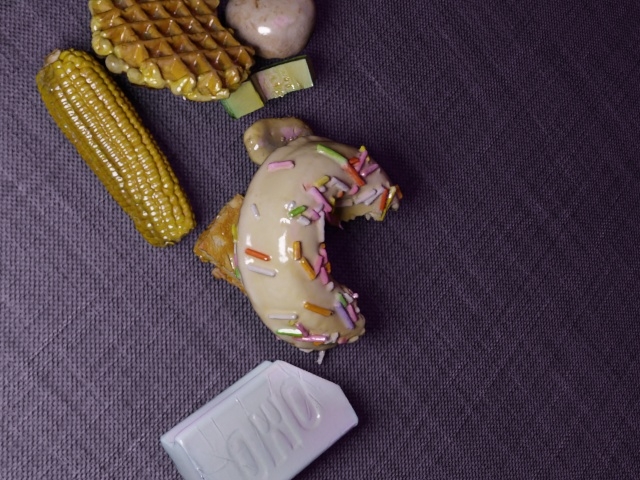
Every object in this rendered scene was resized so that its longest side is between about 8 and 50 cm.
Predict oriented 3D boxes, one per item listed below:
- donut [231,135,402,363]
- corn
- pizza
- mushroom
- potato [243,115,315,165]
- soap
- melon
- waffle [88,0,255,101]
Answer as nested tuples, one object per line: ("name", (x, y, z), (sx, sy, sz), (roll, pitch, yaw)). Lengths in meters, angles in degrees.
("donut", (-0.002, -0.010, 1.779), (0.307, 0.150, 0.371), (37, 62, -40))
("corn", (-0.323, -0.148, 1.687), (0.120, 0.120, 0.363), (-40, 102, -31))
("pizza", (-0.154, 0.005, 1.783), (0.134, 0.046, 0.175), (6, 75, -31))
("mushroom", (-0.090, -0.394, 1.879), (0.166, 0.127, 0.166), (7, 57, -11))
("potato", (-0.075, -0.173, 1.860), (0.138, 0.070, 0.091), (-8, 88, -29))
("soap", (-0.094, 0.310, 1.713), (0.289, 0.095, 0.173), (-34, 96, -32))
("melon", (-0.094, -0.271, 1.851), (0.209, 0.118, 0.064), (-24, 104, -20))
("waffle", (-0.241, -0.339, 1.749), (0.281, 0.058, 0.301), (5, 47, -26))
